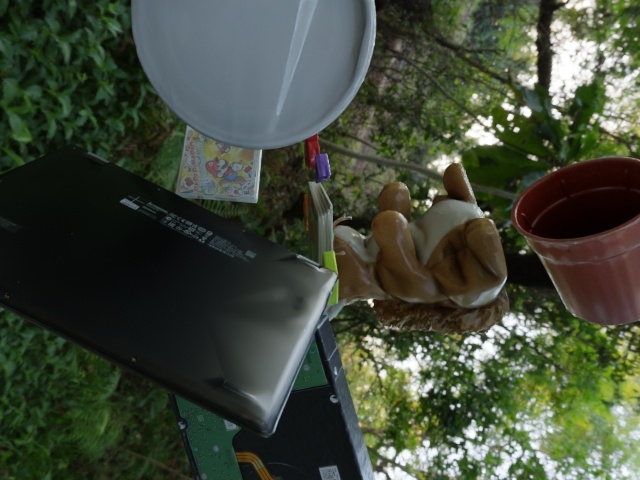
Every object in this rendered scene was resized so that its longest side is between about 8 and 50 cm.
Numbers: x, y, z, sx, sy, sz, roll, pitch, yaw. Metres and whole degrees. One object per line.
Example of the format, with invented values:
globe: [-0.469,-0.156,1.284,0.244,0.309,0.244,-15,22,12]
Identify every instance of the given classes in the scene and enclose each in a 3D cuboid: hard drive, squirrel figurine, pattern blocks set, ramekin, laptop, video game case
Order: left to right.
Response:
laptop: [-0.201,0.072,0.646,0.407,0.382,0.236,-62,177,-60]
video game case: [-0.261,-0.210,1.332,0.026,0.207,0.226,105,-12,-66]
ramekin: [-0.068,-0.249,0.601,0.127,0.273,0.272,-63,174,-72]
hard drive: [-0.058,0.287,0.678,0.064,0.237,0.338,-32,105,-74]
pattern blocks set: [0.000,0.000,0.821,0.285,0.026,0.324,-103,-168,-52]
squirrel figurine: [0.176,0.080,1.053,0.280,0.371,0.396,-93,160,-52]

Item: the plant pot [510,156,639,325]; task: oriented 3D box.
plant pot: [0.572,0.014,1.041,0.273,0.265,0.272,-26,-153,14]
